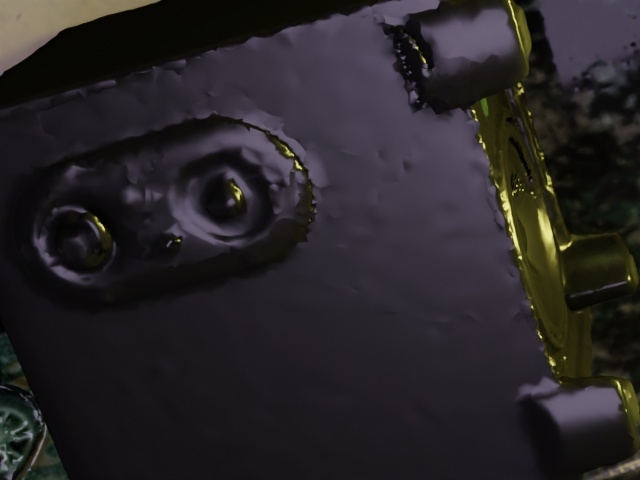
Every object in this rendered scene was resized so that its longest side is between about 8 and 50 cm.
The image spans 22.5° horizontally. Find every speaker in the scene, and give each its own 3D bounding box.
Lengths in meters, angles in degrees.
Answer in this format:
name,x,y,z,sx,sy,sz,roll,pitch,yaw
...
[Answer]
name,x,y,z,sx,sy,sz,roll,pitch,yaw
speaker,0.000,0.000,0.731,0.254,0.184,0.232,-13,110,17

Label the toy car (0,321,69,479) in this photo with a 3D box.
name,x,y,z,sx,sy,sz,roll,pitch,yaw
toy car,-0.133,0.162,0.856,0.097,0.141,0.321,-16,111,-13
